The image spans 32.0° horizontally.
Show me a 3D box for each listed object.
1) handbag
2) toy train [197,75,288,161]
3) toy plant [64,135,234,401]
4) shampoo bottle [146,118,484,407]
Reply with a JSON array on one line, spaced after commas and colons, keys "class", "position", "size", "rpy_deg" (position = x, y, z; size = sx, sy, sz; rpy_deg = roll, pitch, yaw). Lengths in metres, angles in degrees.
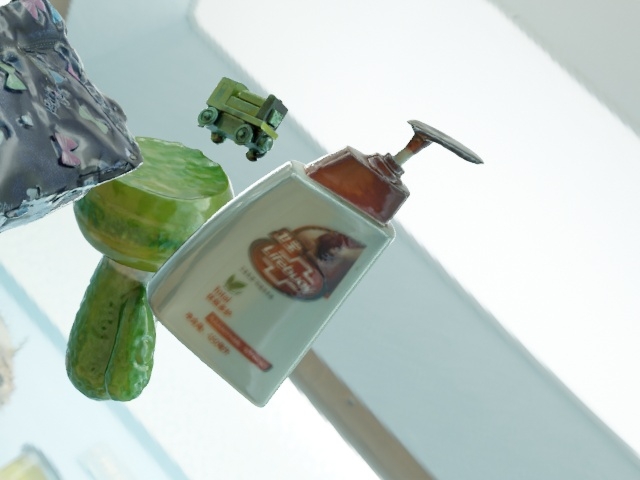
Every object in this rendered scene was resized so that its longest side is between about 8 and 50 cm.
[{"class": "handbag", "position": [-0.241, -0.079, 0.757], "size": [0.113, 0.260, 0.162], "rpy_deg": [-26, -84, 35]}, {"class": "toy train", "position": [-0.094, -0.147, 1.348], "size": [0.122, 0.081, 0.050], "rpy_deg": [25, -12, 35]}, {"class": "toy plant", "position": [-0.220, 0.052, 1.319], "size": [0.224, 0.184, 0.316], "rpy_deg": [-118, -138, -54]}, {"class": "shampoo bottle", "position": [0.000, 0.000, 0.922], "size": [0.284, 0.071, 0.153], "rpy_deg": [-41, -67, 12]}]
